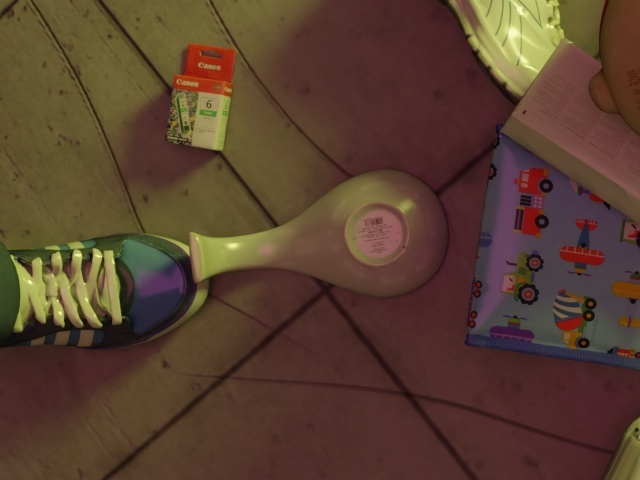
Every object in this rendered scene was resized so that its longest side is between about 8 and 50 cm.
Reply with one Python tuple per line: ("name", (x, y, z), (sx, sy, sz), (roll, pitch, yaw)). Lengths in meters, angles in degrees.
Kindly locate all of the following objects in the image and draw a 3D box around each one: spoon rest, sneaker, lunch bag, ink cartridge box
("spoon rest", (0.000, 0.000, 1.708), (0.276, 0.084, 0.137), (-7, 89, 4))
("sneaker", (-0.307, 0.062, 1.710), (0.322, 0.236, 0.130), (-4, 89, 18))
("sneaker", (0.197, -0.242, 1.624), (0.129, 0.111, 0.297), (-34, 81, 9))
("lunch bag", (0.306, 0.018, 1.586), (0.293, 0.138, 0.221), (9, 88, 8))
("ink cartridge box", (-0.133, -0.161, 1.764), (0.062, 0.029, 0.115), (10, 93, 18))

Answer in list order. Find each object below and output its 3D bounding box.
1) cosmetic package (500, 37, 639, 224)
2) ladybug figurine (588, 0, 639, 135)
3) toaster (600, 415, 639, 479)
("cosmetic package", (0.300, -0.082, 1.514), (0.239, 0.060, 0.099), (35, 73, 2))
("ladybug figurine", (0.437, -0.245, 1.428), (0.449, 0.162, 0.305), (-25, 124, 1))
("toaster", (0.356, 0.267, 1.563), (0.227, 0.129, 0.146), (24, 93, 18))
